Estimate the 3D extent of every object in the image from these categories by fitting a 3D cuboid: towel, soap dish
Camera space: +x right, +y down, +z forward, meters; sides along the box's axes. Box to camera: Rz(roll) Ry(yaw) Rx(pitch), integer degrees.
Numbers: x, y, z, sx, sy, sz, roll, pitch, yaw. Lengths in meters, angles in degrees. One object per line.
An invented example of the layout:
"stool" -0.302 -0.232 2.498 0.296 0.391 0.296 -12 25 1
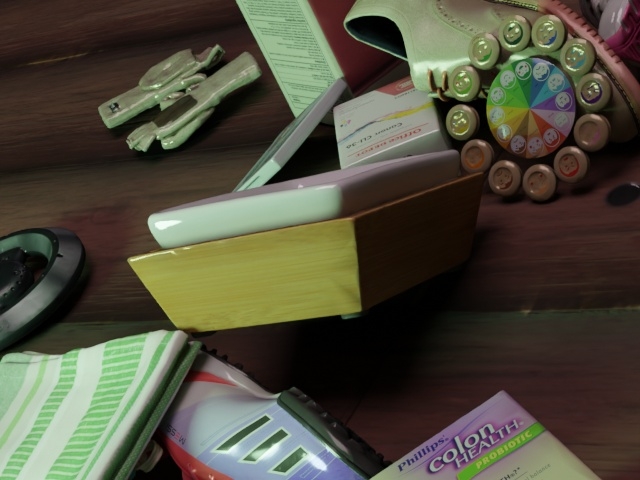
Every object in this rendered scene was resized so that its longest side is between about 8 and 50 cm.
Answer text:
"towel" -0.261 0.193 1.318 0.325 0.038 0.248 -11 43 48
"soap dish" 0.000 0.000 1.317 0.229 0.118 0.291 -9 5 29

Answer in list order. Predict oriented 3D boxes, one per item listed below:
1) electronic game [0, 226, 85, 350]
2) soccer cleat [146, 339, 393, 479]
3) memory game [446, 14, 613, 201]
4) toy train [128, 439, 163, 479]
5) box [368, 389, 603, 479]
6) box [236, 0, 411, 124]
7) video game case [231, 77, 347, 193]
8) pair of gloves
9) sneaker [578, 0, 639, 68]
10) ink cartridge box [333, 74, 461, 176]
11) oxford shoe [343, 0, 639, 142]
"electronic game" -0.382 0.063 1.713 0.229 0.048 0.229 -21 32 14
"soccer cleat" -0.053 0.179 1.211 0.116 0.108 0.318 -54 35 -12
"memory game" 0.201 -0.129 1.407 0.186 0.186 0.012 -4 3 37
"toy train" -0.188 0.251 1.242 0.125 0.046 0.166 1 53 50
"box" 0.110 0.246 0.933 0.213 0.117 0.243 -33 30 -8
"box" 0.007 -0.266 1.711 0.127 0.232 0.149 -42 32 -24
"video game case" -0.044 -0.107 1.658 0.157 0.019 0.143 -53 8 -36
"pair of gloves" -0.191 -0.196 1.969 0.204 0.042 0.240 -38 28 -9
"sneaker" 0.334 -0.255 1.565 0.111 0.103 0.252 -11 25 31
"ink cartridge box" 0.082 -0.099 1.552 0.115 0.067 0.198 -23 29 9
"oxford shoe" 0.181 -0.183 1.507 0.146 0.140 0.397 -42 45 -9
